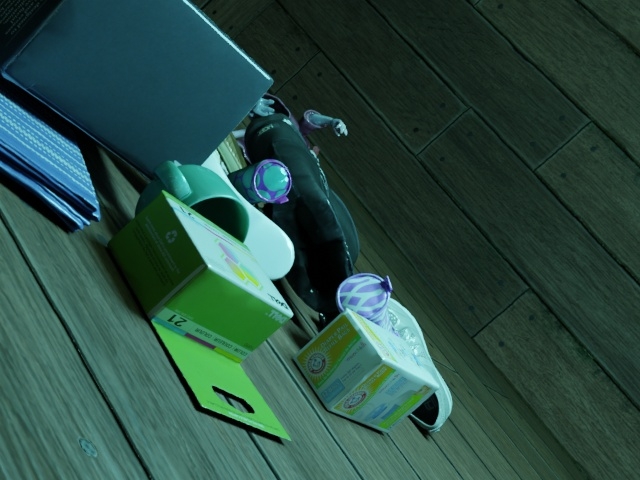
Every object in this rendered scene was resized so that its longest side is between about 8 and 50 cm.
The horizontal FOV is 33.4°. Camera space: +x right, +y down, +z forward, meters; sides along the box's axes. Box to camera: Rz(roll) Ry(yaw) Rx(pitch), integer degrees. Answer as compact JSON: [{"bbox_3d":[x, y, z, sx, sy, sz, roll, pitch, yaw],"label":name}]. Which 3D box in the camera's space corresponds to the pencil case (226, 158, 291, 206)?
[{"bbox_3d":[-0.099,-0.081,1.625,0.152,0.065,0.070,-11,-77,66],"label":"pencil case"}]

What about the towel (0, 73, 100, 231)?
[{"bbox_3d":[-0.373,-0.153,1.231,0.243,0.040,0.336,40,9,-34],"label":"towel"}]

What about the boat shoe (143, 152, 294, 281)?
[{"bbox_3d":[-0.166,-0.052,1.582,0.301,0.108,0.102,43,-22,-9],"label":"boat shoe"}]

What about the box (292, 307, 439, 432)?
[{"bbox_3d":[0.069,0.194,1.565,0.103,0.114,0.203,53,10,33],"label":"box"}]

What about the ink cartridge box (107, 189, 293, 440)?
[{"bbox_3d":[-0.108,0.088,1.216,0.255,0.097,0.189,52,9,35],"label":"ink cartridge box"}]

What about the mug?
[{"bbox_3d":[-0.164,-0.041,1.338,0.130,0.157,0.097,-9,41,-35],"label":"mug"}]

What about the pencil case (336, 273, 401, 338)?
[{"bbox_3d":[0.077,0.126,1.666,0.206,0.088,0.086,73,2,-63],"label":"pencil case"}]

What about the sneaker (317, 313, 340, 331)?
[{"bbox_3d":[0.048,0.163,1.792,0.152,0.058,0.084,49,1,43],"label":"sneaker"}]

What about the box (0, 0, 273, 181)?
[{"bbox_3d":[-0.299,-0.288,1.429,0.293,0.212,0.395,39,4,-42],"label":"box"}]

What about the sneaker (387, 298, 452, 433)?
[{"bbox_3d":[0.147,0.212,1.870,0.281,0.105,0.115,53,11,-8],"label":"sneaker"}]

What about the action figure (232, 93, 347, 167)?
[{"bbox_3d":[-0.098,-0.214,2.580,0.276,0.248,0.370,22,4,13],"label":"action figure"}]

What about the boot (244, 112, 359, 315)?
[{"bbox_3d":[-0.001,-0.001,1.871,0.367,0.146,0.445,58,1,-27],"label":"boot"}]

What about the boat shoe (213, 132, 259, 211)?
[{"bbox_3d":[-0.194,-0.131,1.741,0.123,0.123,0.342,-105,173,-67],"label":"boat shoe"}]
